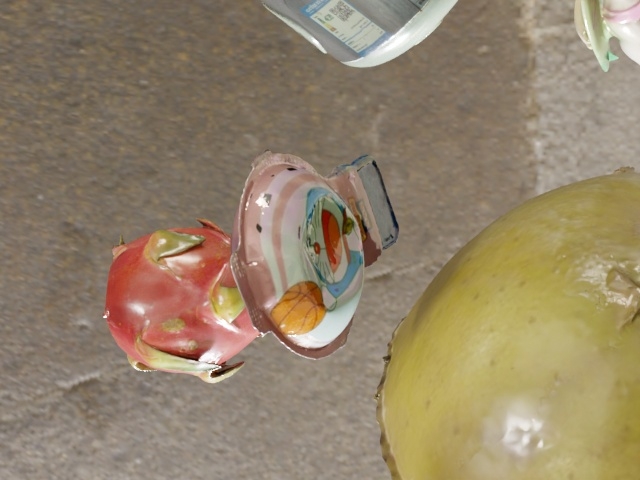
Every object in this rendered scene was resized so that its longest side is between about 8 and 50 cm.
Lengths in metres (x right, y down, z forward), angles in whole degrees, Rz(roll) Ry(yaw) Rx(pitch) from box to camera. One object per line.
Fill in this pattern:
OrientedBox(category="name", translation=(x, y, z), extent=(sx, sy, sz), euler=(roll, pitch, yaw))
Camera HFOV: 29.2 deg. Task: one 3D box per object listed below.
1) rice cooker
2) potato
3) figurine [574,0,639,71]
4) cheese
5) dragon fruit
OrientedBox(category="rice cooker", translation=(0.027, -0.364, 1.391), extent=(0.277, 0.288, 0.288), euler=(34, 77, -24))
OrientedBox(category="potato", translation=(0.289, 0.114, 1.146), extent=(0.319, 0.385, 0.442), euler=(-57, 178, 33))
OrientedBox(category="figurine", translation=(0.167, -0.159, 0.730), extent=(0.187, 0.083, 0.083), euler=(30, 80, -43))
OrientedBox(category="cheese", translation=(0.000, 0.000, 1.093), extent=(0.286, 0.074, 0.188), euler=(-33, 109, -57))
OrientedBox(category="dragon fruit", translation=(-0.168, 0.078, 1.614), extent=(0.224, 0.227, 0.224), euler=(6, 90, -85))
